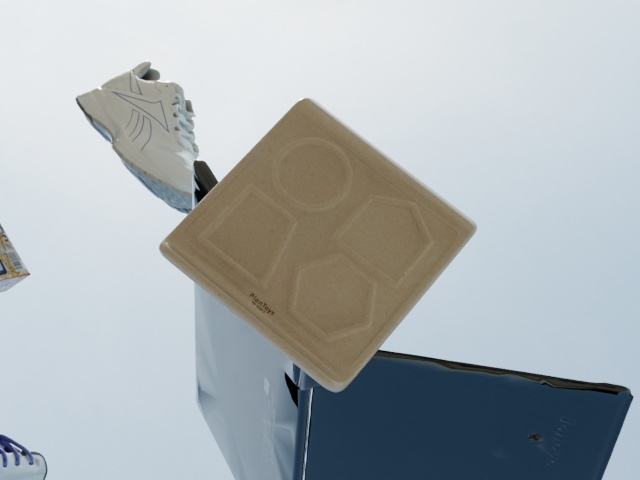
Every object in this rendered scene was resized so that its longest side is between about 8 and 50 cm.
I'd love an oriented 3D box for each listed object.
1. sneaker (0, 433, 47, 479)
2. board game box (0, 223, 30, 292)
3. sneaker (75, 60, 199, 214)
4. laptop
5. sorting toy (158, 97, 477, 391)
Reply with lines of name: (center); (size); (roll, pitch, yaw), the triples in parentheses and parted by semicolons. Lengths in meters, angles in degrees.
sneaker: (-0.404, 0.250, 1.341); (0.127, 0.316, 0.182); (16, -145, 17)
board game box: (-0.431, 0.000, 1.377); (0.045, 0.193, 0.147); (-32, -94, 18)
sneaker: (-0.220, -0.149, 1.617); (0.129, 0.111, 0.297); (-41, -127, -2)
laptop: (0.053, 0.157, 1.201); (0.236, 0.382, 0.408); (-16, -132, -21)
sorting toy: (0.000, 0.000, 1.008); (0.193, 0.038, 0.208); (38, -116, 10)
